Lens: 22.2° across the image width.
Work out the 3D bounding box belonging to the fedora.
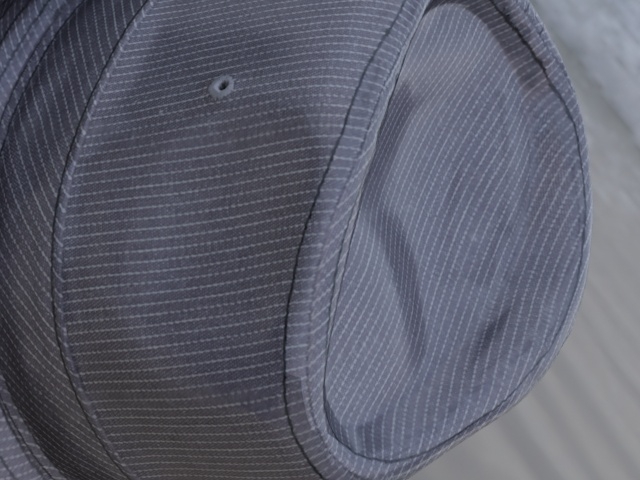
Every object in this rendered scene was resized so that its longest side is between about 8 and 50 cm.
[{"bbox_3d":[0.000,0.000,0.531,0.275,0.124,0.243,-55,127,-34],"label":"fedora"}]
